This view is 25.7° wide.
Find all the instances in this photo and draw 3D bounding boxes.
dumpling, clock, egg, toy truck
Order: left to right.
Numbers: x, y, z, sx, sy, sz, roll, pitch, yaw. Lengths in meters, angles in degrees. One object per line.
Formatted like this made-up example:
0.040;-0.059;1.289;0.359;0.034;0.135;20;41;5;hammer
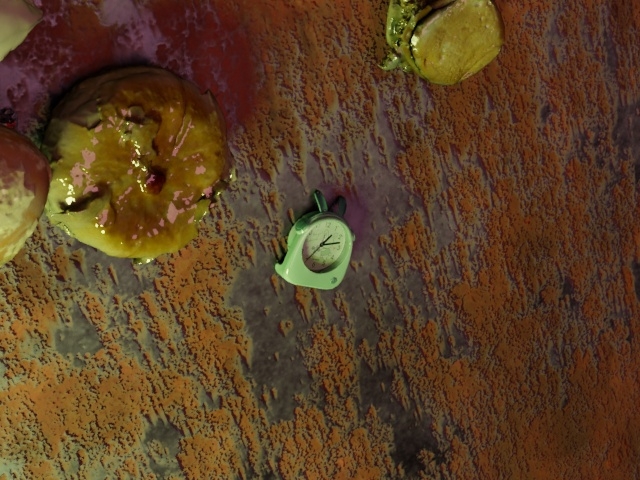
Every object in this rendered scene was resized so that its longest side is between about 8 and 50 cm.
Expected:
-0.421;-0.048;1.598;0.233;0.195;0.195;-30;125;-3;egg
-0.401;-0.258;1.574;0.169;0.100;0.134;-39;112;-14;dumpling
-0.381;-0.117;1.694;0.032;0.024;0.083;-23;126;-48;toy truck
0.000;0.000;1.976;0.101;0.041;0.135;13;103;-35;clock

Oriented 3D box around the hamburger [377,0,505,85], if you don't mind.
0.153;-0.286;1.895;0.185;0.131;0.159;-35;134;-6;hamburger

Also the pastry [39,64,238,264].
-0.227;-0.097;1.739;0.257;0.121;0.236;-45;127;-8;pastry
